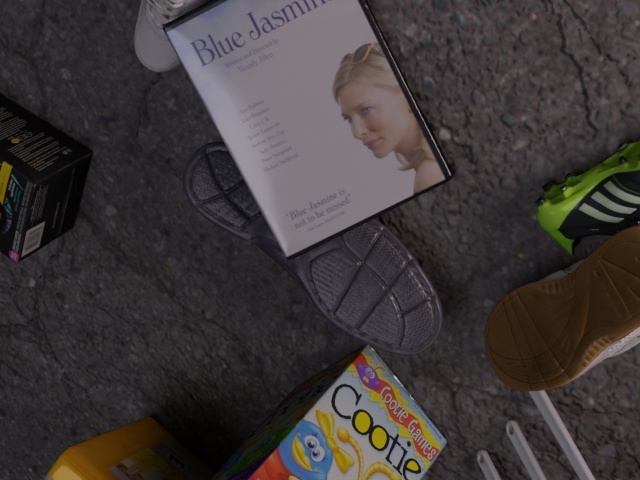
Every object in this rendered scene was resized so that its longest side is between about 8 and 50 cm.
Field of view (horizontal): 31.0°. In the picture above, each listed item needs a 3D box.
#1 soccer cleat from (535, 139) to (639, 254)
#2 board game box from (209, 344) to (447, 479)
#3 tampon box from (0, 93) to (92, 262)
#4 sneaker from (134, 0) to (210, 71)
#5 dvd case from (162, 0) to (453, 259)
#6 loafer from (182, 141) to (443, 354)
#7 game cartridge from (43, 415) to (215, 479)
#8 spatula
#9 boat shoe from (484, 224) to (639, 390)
[{"bbox_3d":[0.268,-0.043,0.998,0.072,0.060,0.179,49,136,-13],"label":"soccer cleat"},{"bbox_3d":[-0.013,0.252,1.177,0.144,0.275,0.142,-36,93,39],"label":"board game box"},{"bbox_3d":[-0.366,-0.078,1.325,0.161,0.101,0.120,32,126,13],"label":"tampon box"},{"bbox_3d":[-0.136,-0.248,1.088,0.090,0.115,0.232,39,128,8],"label":"sneaker"},{"bbox_3d":[-0.010,-0.129,1.080,0.180,0.022,0.253,-26,102,8],"label":"dvd case"},{"bbox_3d":[0.000,0.000,1.172,0.302,0.095,0.109,37,98,4],"label":"loafer"},{"bbox_3d":[-0.129,0.332,1.305,0.323,0.285,0.053,37,95,8],"label":"game cartridge"},{"bbox_3d":[0.225,0.267,1.117,0.242,0.019,0.168,63,142,39],"label":"spatula"},{"bbox_3d":[0.252,0.062,1.034,0.277,0.096,0.098,-40,68,55],"label":"boat shoe"}]
